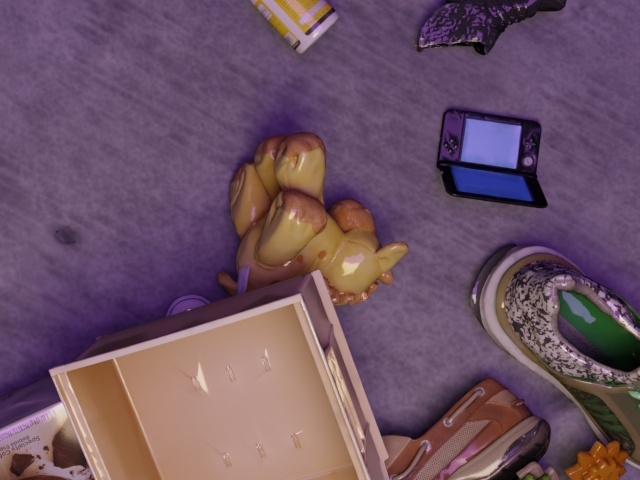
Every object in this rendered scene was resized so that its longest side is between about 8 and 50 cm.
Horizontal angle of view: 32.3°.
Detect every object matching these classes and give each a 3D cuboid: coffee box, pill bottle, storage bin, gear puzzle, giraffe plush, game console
[{"bbox_3d":[-0.281,0.311,1.166,0.168,0.119,0.297,-25,105,-8],"label":"coffee box"},{"bbox_3d":[-0.040,-0.274,1.248,0.065,0.065,0.116,-44,97,-6],"label":"pill bottle"},{"bbox_3d":[-0.088,0.193,1.113,0.262,0.123,0.260,-18,100,12],"label":"storage bin"},{"bbox_3d":[0.225,0.350,1.264,0.339,0.044,0.175,-35,128,-7],"label":"gear puzzle"},{"bbox_3d":[0.000,0.000,1.219,0.171,0.181,0.210,14,83,-26],"label":"giraffe plush"},{"bbox_3d":[0.204,-0.096,1.284,0.122,0.071,0.107,8,90,-9],"label":"game console"}]

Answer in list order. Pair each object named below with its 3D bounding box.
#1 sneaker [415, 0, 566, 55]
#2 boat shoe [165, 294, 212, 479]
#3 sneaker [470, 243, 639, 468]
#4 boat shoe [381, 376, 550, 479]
[{"bbox_3d":[0.200,-0.256,1.294,0.170,0.051,0.089,6,90,-4],"label":"sneaker"},{"bbox_3d":[-0.127,0.173,1.234,0.083,0.076,0.226,-11,92,-9],"label":"boat shoe"},{"bbox_3d":[0.361,0.160,1.255,0.410,0.182,0.158,35,85,-8],"label":"sneaker"},{"bbox_3d":[0.107,0.277,1.263,0.324,0.122,0.120,-33,65,-9],"label":"boat shoe"}]
